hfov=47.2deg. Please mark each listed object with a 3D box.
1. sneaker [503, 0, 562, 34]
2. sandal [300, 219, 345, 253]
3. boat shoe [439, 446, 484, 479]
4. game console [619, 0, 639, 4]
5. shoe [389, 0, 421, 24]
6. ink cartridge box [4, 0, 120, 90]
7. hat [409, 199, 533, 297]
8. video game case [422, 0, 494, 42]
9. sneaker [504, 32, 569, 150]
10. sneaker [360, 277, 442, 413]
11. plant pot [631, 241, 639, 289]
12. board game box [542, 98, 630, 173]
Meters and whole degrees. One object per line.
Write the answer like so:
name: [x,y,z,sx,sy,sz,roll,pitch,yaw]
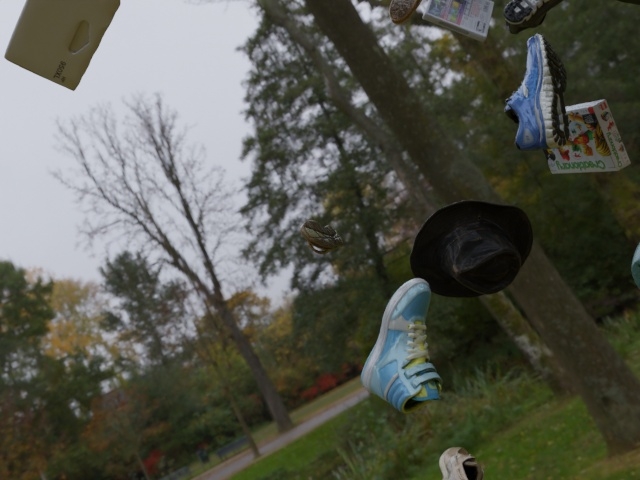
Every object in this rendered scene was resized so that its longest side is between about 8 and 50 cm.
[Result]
sneaker: [0.576,-0.621,1.921,0.234,0.078,0.106,-35,-21,-4]
sandal: [0.000,0.000,1.557,0.049,0.072,0.180,-40,-14,14]
boat shoe: [0.404,0.658,2.035,0.110,0.121,0.341,-36,0,15]
game console: [0.907,-0.686,1.846,0.342,0.060,0.386,15,-2,19]
shoe: [0.243,-0.635,1.899,0.077,0.219,0.058,10,-26,34]
ink cartridge box: [-0.534,-0.571,1.625,0.166,0.395,0.285,23,-51,-24]
hat: [0.397,0.057,1.839,0.331,0.134,0.331,-6,-54,-8]
video game case: [0.391,-0.648,2.064,0.023,0.183,0.201,112,179,-49]
sneaker: [0.524,-0.369,1.824,0.147,0.330,0.130,-13,-31,38]
sneaker: [0.234,0.266,1.751,0.127,0.208,0.319,7,-72,-38]
plant pot: [1.014,0.060,2.028,0.235,0.293,0.293,-36,-7,-12]
board game box: [0.736,-0.290,2.099,0.053,0.193,0.305,-29,11,-13]
